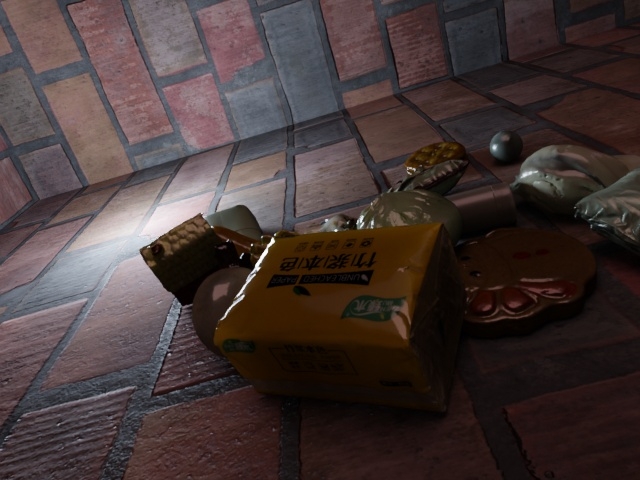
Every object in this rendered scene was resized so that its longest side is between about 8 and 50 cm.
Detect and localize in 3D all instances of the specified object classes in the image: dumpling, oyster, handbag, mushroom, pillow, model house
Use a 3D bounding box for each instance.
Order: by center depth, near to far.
[{"bbox_3d":[0.730,-0.053,1.061,0.310,0.138,0.283,-26,42,-10],"label":"pillow"},{"bbox_3d":[-0.196,0.172,1.187,0.215,0.207,0.207,-42,2,45],"label":"mushroom"},{"bbox_3d":[0.633,-0.172,1.319,0.243,0.187,0.318,-35,28,-21],"label":"dumpling"},{"bbox_3d":[-0.349,0.039,1.403,0.196,0.254,0.160,-34,72,-10],"label":"model house"},{"bbox_3d":[0.000,0.000,1.514,0.223,0.083,0.214,-5,24,37],"label":"oyster"},{"bbox_3d":[0.309,-0.159,1.576,0.235,0.127,0.213,-24,-2,-12],"label":"handbag"},{"bbox_3d":[-0.297,0.016,1.714,0.241,0.109,0.315,-20,38,-3],"label":"handbag"}]

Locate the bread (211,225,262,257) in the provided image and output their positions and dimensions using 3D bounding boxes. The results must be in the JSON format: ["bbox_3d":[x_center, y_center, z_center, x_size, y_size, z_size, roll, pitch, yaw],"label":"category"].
[{"bbox_3d":[-0.243,0.019,1.569,0.239,0.074,0.092,19,44,27],"label":"bread"}]

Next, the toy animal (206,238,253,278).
[{"bbox_3d":[-0.201,0.088,1.337,0.116,0.179,0.218,8,29,43],"label":"toy animal"}]

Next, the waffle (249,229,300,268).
[{"bbox_3d":[-0.084,0.065,1.320,0.219,0.057,0.229,15,45,8],"label":"waffle"}]

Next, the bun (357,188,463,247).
[{"bbox_3d":[0.182,-0.029,1.253,0.293,0.187,0.293,-31,8,5],"label":"bun"}]

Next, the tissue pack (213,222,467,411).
[{"bbox_3d":[0.048,0.134,0.984,0.382,0.228,0.293,-3,39,29],"label":"tissue pack"}]

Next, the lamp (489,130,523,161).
[{"bbox_3d":[0.606,-0.308,1.733,0.105,0.105,0.105,-14,24,7],"label":"lamp"}]

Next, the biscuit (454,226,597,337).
[{"bbox_3d":[0.378,0.076,1.127,0.381,0.074,0.359,-11,23,7],"label":"biscuit"}]

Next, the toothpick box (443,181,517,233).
[{"bbox_3d":[0.405,-0.079,1.373,0.180,0.111,0.111,-13,25,13],"label":"toothpick box"}]

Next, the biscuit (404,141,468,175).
[{"bbox_3d":[0.403,-0.277,1.852,0.220,0.066,0.220,-17,26,8],"label":"biscuit"}]
